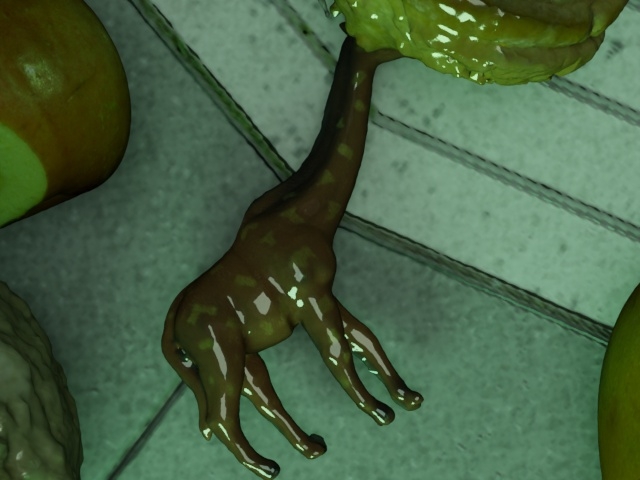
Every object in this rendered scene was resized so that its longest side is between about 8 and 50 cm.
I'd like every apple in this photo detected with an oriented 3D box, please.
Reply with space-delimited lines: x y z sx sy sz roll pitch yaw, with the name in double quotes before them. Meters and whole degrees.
"apple" -0.186 -0.075 0.886 0.146 0.163 0.147 -25 105 42

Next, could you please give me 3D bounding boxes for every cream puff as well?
"cream puff" 0.084 -0.163 0.907 0.189 0.129 0.189 10 55 -14

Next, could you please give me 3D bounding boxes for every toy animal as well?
"toy animal" 0.000 0.000 0.941 0.224 0.066 0.229 -26 86 -7

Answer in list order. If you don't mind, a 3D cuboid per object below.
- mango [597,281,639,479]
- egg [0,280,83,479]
"mango" 0.216 0.120 0.912 0.113 0.138 0.253 -2 106 -17
"egg" -0.254 0.151 0.835 0.279 0.279 0.310 25 85 -1
